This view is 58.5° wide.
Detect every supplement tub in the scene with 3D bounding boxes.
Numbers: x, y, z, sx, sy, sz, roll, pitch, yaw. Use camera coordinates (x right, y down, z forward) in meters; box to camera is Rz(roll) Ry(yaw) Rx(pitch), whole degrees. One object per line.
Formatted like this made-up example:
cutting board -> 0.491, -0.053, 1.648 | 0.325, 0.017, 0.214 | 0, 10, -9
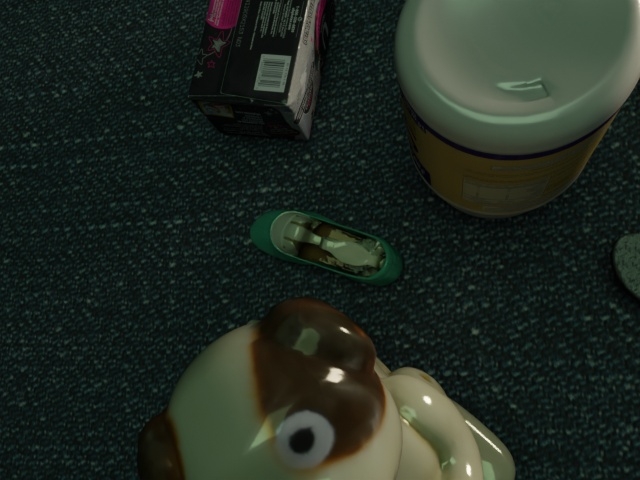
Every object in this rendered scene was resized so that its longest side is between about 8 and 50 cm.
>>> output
supplement tub -> 0.221, -0.167, 0.691 | 0.240, 0.331, 0.241 | -3, 76, 12

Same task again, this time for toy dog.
toy dog -> 0.013, 0.200, 0.596 | 0.284, 0.408, 0.396 | -32, 64, 6

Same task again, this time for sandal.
sandal -> 0.492, 0.062, 0.727 | 0.254, 0.054, 0.097 | 19, 89, 7

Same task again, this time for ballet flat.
ballet flat -> 0.000, 0.000, 0.831 | 0.247, 0.087, 0.083 | 17, 81, 17

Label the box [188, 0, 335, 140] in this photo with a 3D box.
box -> -0.081, -0.299, 0.894 | 0.163, 0.142, 0.248 | 8, 80, 14
